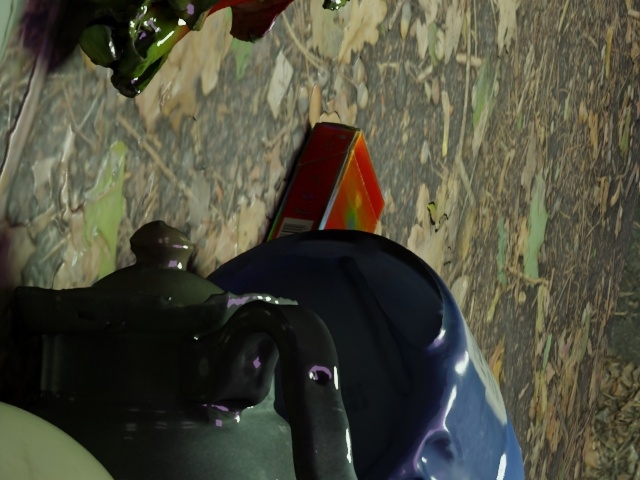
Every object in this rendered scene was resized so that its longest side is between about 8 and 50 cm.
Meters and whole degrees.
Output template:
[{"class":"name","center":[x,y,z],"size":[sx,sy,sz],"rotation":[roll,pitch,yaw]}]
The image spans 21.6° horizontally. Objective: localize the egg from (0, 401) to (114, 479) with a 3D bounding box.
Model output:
[{"class":"egg","center":[-0.187,0.177,0.774],"size":[0.269,0.219,0.219],"rotation":[60,42,-66]}]

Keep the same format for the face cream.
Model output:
[{"class":"face cream","center":[0.012,0.144,1.259],"size":[0.225,0.249,0.249],"rotation":[61,41,-50]}]

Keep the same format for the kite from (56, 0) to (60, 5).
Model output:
[{"class":"kite","center":[-0.146,-0.270,1.021],"size":[0.125,0.008,0.222],"rotation":[-57,149,-53]}]

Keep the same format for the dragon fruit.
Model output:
[{"class":"dragon fruit","center":[-0.053,-0.226,1.048],"size":[0.269,0.198,0.200],"rotation":[-53,167,-39]}]

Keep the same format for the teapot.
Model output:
[{"class":"teapot","center":[-0.098,0.125,0.978],"size":[0.305,0.223,0.285],"rotation":[133,-42,-82]}]

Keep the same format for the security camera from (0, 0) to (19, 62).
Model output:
[{"class":"security camera","center":[-0.216,-0.118,0.651],"size":[0.277,0.197,0.191],"rotation":[3,85,-76]}]

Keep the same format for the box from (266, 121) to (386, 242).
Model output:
[{"class":"box","center":[-0.001,0.000,1.441],"size":[0.112,0.048,0.175],"rotation":[69,36,-50]}]
